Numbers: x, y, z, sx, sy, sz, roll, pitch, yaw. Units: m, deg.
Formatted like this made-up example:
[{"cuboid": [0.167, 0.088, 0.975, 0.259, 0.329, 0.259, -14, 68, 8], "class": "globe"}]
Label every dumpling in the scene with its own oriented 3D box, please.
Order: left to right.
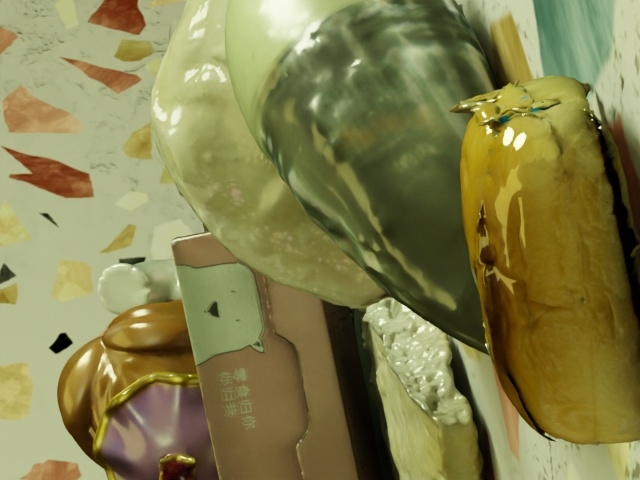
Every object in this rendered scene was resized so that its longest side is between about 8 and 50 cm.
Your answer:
[{"cuboid": [-0.012, -0.065, 0.938, 0.118, 0.136, 0.199, 68, -161, -74], "class": "dumpling"}]

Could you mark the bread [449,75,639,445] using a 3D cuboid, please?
[{"cuboid": [0.069, 0.005, 0.587, 0.072, 0.053, 0.106, -103, -3, -69], "class": "bread"}]

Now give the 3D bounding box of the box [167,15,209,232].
[{"cuboid": [-0.065, -0.092, 1.711, 0.243, 0.103, 0.055, 82, 179, -47], "class": "box"}]

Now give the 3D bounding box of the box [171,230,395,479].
[{"cuboid": [-0.009, 0.085, 1.241, 0.215, 0.086, 0.215, -9, -94, -78], "class": "box"}]

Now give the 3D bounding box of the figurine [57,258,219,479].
[{"cuboid": [-0.090, 0.095, 1.379, 0.189, 0.142, 0.263, 45, -164, -5], "class": "figurine"}]

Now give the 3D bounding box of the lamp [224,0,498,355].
[{"cuboid": [0.023, -0.052, 0.768, 0.101, 0.101, 0.250, 83, 161, -50], "class": "lamp"}]

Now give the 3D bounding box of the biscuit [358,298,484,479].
[{"cuboid": [0.056, 0.103, 1.113, 0.265, 0.040, 0.188, 95, 161, -78], "class": "biscuit"}]
